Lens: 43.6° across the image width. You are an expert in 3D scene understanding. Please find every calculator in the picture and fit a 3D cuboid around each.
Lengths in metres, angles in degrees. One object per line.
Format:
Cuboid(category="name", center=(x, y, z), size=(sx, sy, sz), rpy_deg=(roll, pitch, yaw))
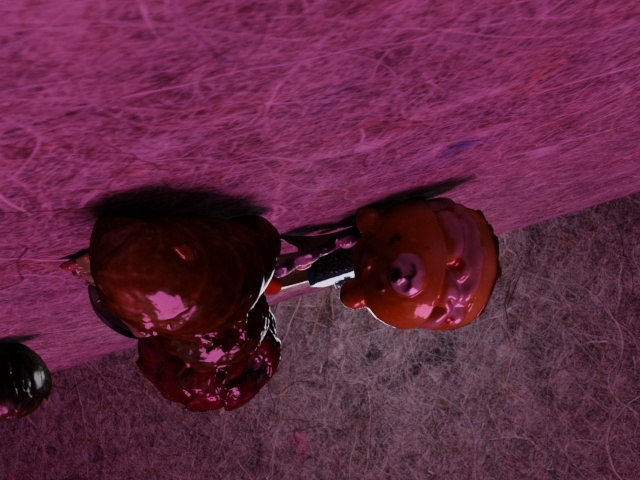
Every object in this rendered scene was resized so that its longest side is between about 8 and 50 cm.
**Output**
Cuboid(category="calculator", center=(-0.296, 0.111, 1.384), size=(0.177, 0.040, 0.268), rpy_deg=(-12, -162, -29))

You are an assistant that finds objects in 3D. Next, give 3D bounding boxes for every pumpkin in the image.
Cuboid(category="pumpkin", center=(-0.833, 0.364, 1.974), size=(0.320, 0.192, 0.320), rpy_deg=(-15, 175, -1))

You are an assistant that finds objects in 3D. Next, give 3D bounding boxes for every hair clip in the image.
Cuboid(category="hair clip", center=(0.004, 0.007, 1.590), size=(0.257, 0.075, 0.146), rpy_deg=(-17, 170, -36))

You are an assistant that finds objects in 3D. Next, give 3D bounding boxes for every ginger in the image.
Cuboid(category="ginger", center=(-0.169, 0.076, 1.064), size=(0.176, 0.254, 0.418), rpy_deg=(16, -179, 15))

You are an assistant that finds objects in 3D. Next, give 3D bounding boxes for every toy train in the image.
Cuboid(category="toy train", center=(0.066, 0.041, 1.809), size=(0.203, 0.112, 0.163), rpy_deg=(-22, 165, 29))

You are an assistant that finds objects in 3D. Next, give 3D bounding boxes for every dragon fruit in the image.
Cuboid(category="dragon fruit", center=(-0.245, 0.228, 1.779), size=(0.329, 0.329, 0.329), rpy_deg=(-16, 173, -2))

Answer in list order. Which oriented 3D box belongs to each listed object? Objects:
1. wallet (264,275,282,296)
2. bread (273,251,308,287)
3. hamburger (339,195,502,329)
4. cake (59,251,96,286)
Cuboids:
Cuboid(category="wallet", center=(-0.179, 0.066, 1.456), size=(0.142, 0.045, 0.204), rpy_deg=(-4, 164, 26))
Cuboid(category="bread", center=(-0.045, 0.063, 1.866), size=(0.139, 0.074, 0.084), rpy_deg=(-14, 176, -10))
Cuboid(category="hamburger", center=(0.174, 0.043, 1.511), size=(0.237, 0.276, 0.276), rpy_deg=(6, 163, -28))
Cuboid(category="cake", center=(-0.288, 0.031, 1.230), size=(0.109, 0.090, 0.225), rpy_deg=(-16, 155, 20))
